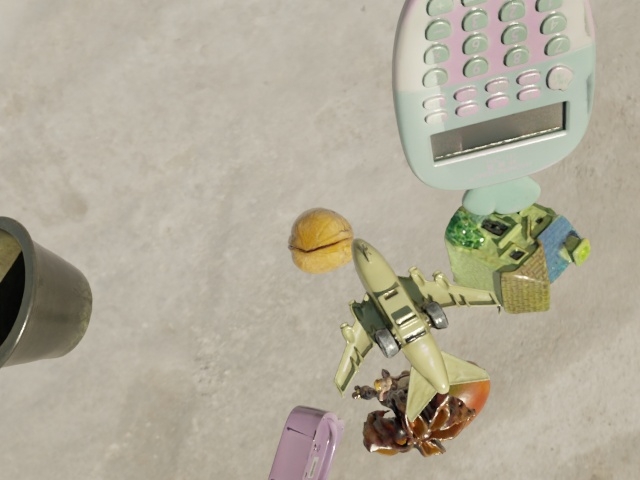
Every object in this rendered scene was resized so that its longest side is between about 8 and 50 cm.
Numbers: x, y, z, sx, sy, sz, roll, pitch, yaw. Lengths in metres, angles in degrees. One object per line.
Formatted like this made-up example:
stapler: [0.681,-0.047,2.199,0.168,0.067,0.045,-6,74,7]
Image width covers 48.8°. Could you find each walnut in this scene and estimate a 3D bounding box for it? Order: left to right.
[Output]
walnut: [0.000,0.000,1.510,0.144,0.180,0.144,4,101,24]

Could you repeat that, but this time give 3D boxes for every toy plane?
toy plane: [0.106,0.099,0.937,0.241,0.104,0.256,-29,73,-1]

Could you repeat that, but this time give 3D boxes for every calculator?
calculator: [0.160,-0.135,0.657,0.185,0.041,0.299,-15,135,5]

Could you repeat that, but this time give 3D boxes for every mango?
mango: [0.284,0.403,1.678,0.289,0.146,0.129,-49,41,23]

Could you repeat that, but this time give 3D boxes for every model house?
model house: [0.362,0.006,1.256,0.189,0.214,0.195,37,158,36]

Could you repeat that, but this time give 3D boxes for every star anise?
star anise: [0.170,0.338,1.319,0.190,0.220,0.126,-46,48,4]

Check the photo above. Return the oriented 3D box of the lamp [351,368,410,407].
lamp: [0.212,0.384,1.795,0.253,0.118,0.118,12,111,-1]

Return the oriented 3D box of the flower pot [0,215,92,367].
flower pot: [-0.435,0.094,1.033,0.235,0.148,0.235,-10,71,32]

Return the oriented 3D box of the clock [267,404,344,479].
clock: [-0.021,0.312,1.008,0.050,0.110,0.153,14,82,26]
